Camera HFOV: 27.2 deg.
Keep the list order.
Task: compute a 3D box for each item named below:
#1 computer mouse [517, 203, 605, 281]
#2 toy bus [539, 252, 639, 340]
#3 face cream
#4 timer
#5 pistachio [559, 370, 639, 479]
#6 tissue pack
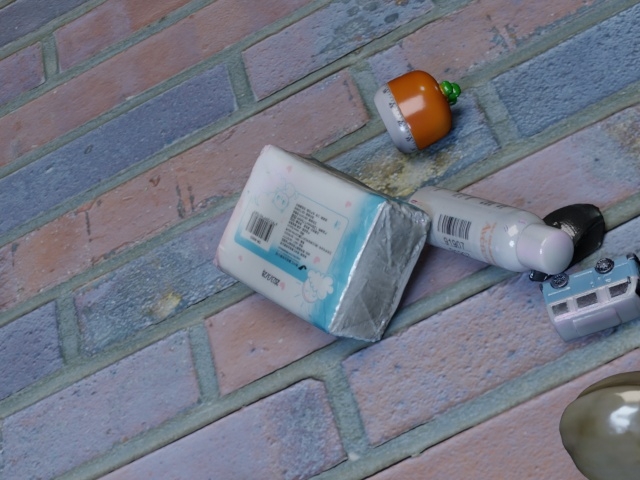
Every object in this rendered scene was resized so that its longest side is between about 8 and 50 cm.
[{"bbox_3d":[0.305,-0.003,1.691,0.135,0.047,0.079,-42,41,-6],"label":"computer mouse"},{"bbox_3d":[0.335,0.071,1.593,0.123,0.060,0.074,-20,47,17],"label":"toy bus"},{"bbox_3d":[0.216,-0.011,1.692,0.082,0.082,0.269,-47,31,-15],"label":"face cream"},{"bbox_3d":[0.147,-0.197,1.929,0.136,0.099,0.136,-13,58,22],"label":"timer"},{"bbox_3d":[0.372,0.206,1.390,0.238,0.153,0.137,11,64,7],"label":"pistachio"},{"bbox_3d":[-0.001,0.002,1.785,0.271,0.124,0.201,28,95,44],"label":"tissue pack"}]
